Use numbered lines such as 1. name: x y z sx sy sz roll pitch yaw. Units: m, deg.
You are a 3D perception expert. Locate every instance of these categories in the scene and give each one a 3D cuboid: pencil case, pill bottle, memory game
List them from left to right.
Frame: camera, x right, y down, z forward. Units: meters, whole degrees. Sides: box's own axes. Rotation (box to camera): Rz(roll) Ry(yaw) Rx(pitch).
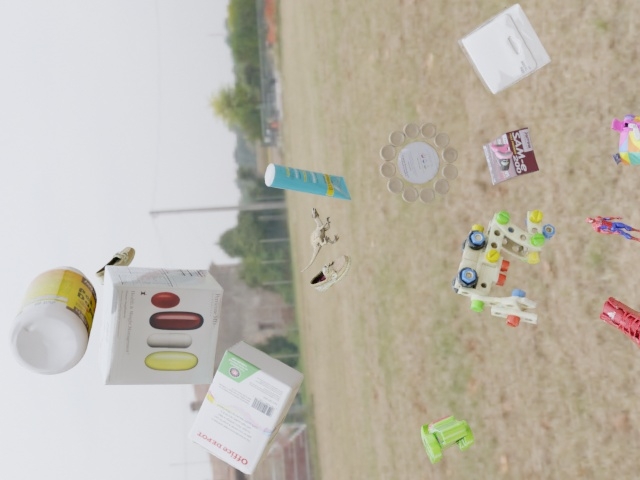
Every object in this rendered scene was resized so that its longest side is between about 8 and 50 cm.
1. pill bottle: -0.427 0.119 1.244 0.215 0.117 0.117 -117 23 -67
2. memory game: 0.221 -0.173 1.723 0.012 0.186 0.186 179 87 -81
3. pencil case: 0.647 -0.177 1.364 0.104 0.236 0.104 -9 -78 -52

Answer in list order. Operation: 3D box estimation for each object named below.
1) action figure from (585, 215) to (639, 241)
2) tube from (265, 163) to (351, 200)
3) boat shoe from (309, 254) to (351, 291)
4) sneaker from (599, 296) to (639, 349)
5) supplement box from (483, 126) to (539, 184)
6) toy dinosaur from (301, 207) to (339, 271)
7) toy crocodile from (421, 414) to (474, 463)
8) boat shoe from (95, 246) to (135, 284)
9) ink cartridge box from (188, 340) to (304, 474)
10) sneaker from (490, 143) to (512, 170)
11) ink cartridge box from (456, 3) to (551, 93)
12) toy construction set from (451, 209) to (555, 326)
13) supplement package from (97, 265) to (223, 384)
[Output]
1. action figure: 0.561 -0.026 1.461 0.030 0.115 0.038 101 -178 -70
2. tube: -0.027 -0.136 1.796 0.052 0.207 0.080 -51 41 43
3. boat shoe: 0.024 0.081 1.920 0.135 0.045 0.050 -47 39 32
4. sneaker: 0.639 0.183 1.580 0.087 0.128 0.221 -64 -9 6
5. supplement box: 0.557 -0.244 2.262 0.239 0.073 0.130 142 114 -86
6. toy dinosaur: 0.000 0.000 2.091 0.093 0.053 0.183 -11 66 47
7. toy crocodile: 0.317 0.500 1.975 0.340 0.115 0.105 77 170 -70
8. boat shoe: -0.613 0.067 2.299 0.153 0.056 0.048 -52 -48 -33
9. ink cartridge box: -0.197 0.441 2.035 0.278 0.201 0.117 -65 -12 13
10. sneaker: 0.451 -0.206 1.912 0.119 0.047 0.057 -75 -22 -66
11. ink cartridge box: 0.479 -0.507 2.037 0.171 0.168 0.232 56 -167 -8
12. toy construction set: 0.439 0.065 1.828 0.151 0.215 0.327 104 -175 -53
13. supplement package: -0.309 0.161 1.468 0.149 0.203 0.194 -148 63 -66
